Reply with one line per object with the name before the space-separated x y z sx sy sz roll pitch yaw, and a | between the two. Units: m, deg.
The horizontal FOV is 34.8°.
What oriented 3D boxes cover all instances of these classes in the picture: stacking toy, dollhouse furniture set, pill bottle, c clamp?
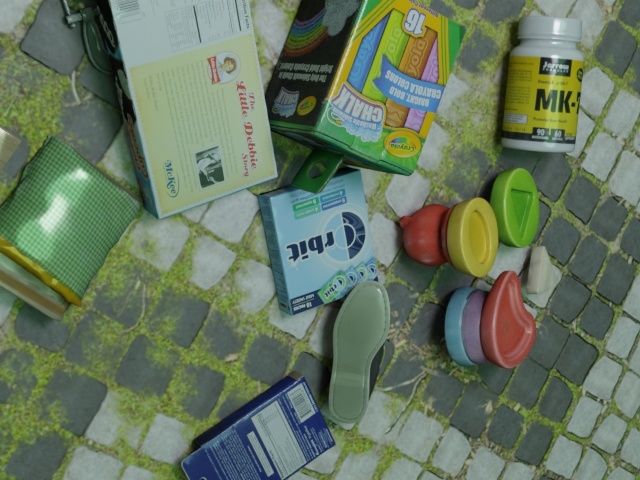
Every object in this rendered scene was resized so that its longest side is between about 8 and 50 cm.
stacking toy | 0.259 0.037 1.671 0.279 0.130 0.308 -45 125 -45
dollhouse furniture set | -0.358 -0.039 1.241 0.301 0.151 0.197 38 80 -30
pill bottle | 0.357 -0.248 1.633 0.119 0.119 0.208 -2 100 -30
c clamp | -0.253 -0.287 1.329 0.161 0.022 0.137 -17 108 -26

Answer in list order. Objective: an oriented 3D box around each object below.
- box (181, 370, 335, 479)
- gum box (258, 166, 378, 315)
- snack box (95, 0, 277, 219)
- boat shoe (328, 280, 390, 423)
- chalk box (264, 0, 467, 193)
box | -0.096 0.312 1.530 0.225 0.036 0.136 -32 114 -22
gum box | 0.000 0.000 1.520 0.157 0.041 0.184 -18 110 -26
snack box | -0.171 -0.205 1.343 0.187 0.060 0.321 -21 119 -25
boat shoe | 0.058 0.162 1.560 0.081 0.068 0.227 14 104 8
chalk box | 0.044 -0.198 1.428 0.179 0.180 0.288 20 91 -31
